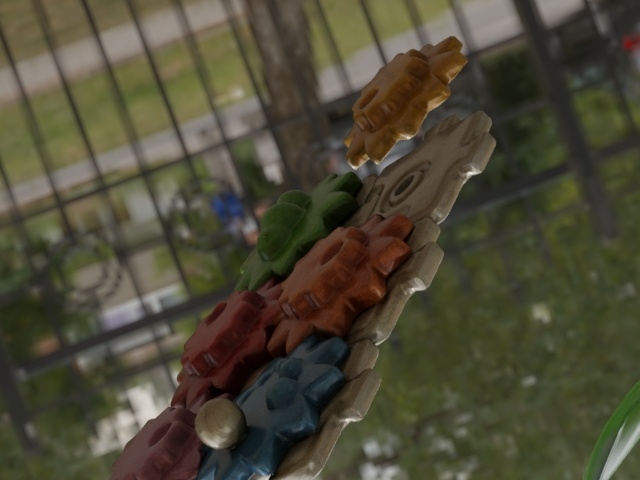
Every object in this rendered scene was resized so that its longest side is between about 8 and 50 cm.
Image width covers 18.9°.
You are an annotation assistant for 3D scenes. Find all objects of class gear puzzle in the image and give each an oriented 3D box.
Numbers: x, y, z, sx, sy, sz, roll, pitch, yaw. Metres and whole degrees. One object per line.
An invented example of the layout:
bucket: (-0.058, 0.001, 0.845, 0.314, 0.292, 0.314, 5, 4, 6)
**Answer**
gear puzzle: (0.000, 0.000, 0.919, 0.175, 0.044, 0.339, -31, -158, 44)

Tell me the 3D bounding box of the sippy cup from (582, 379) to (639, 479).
sippy cup: (0.294, 0.174, 0.938, 0.224, 0.305, 0.240, -47, -164, -13)
